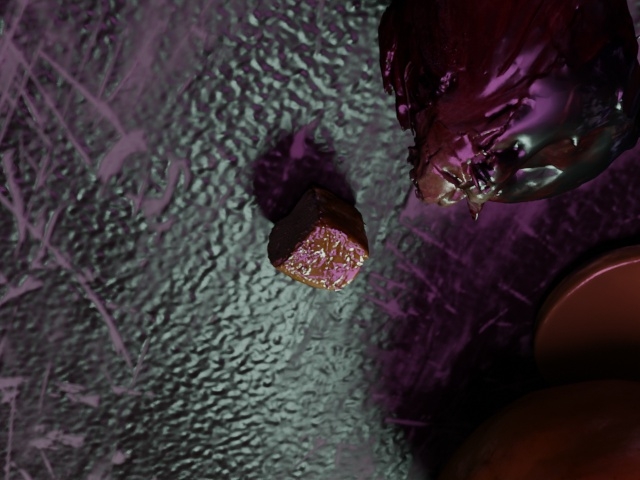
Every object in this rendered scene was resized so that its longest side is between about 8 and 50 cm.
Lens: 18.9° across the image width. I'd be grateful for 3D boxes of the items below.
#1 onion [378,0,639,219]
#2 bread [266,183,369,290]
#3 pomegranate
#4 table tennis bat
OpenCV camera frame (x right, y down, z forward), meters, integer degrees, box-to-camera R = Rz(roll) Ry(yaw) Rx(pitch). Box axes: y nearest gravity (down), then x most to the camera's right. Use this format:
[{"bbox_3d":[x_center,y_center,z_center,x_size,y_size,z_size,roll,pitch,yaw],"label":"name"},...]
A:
[{"bbox_3d":[0.171,-0.143,1.641,0.221,0.281,0.281,9,132,23],"label":"onion"},{"bbox_3d":[0.000,0.002,1.787,0.070,0.083,0.077,33,111,-21],"label":"bread"},{"bbox_3d":[0.296,0.335,1.915,0.411,0.411,0.411,-6,128,-8],"label":"pomegranate"},{"bbox_3d":[0.334,0.046,1.917,0.198,0.050,0.321,10,127,-21],"label":"table tennis bat"}]
